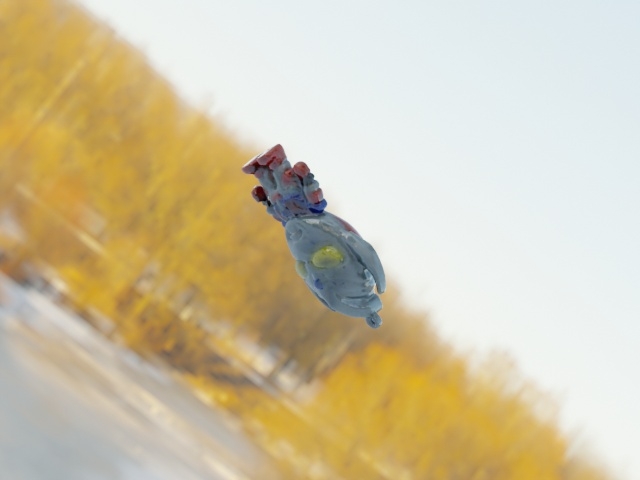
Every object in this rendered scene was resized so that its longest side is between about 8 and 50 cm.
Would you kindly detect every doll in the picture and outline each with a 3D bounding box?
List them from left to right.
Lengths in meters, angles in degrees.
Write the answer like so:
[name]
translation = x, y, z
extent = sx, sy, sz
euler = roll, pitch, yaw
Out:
[doll]
translation = 0.000, 0.000, 1.719
extent = 0.194, 0.104, 0.062
euler = 56, 34, -7
